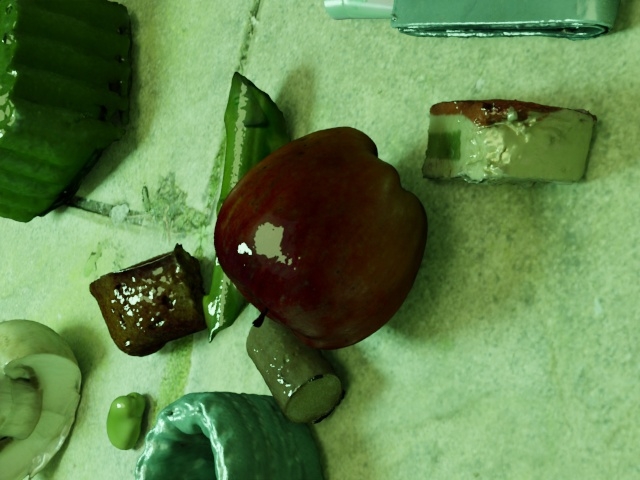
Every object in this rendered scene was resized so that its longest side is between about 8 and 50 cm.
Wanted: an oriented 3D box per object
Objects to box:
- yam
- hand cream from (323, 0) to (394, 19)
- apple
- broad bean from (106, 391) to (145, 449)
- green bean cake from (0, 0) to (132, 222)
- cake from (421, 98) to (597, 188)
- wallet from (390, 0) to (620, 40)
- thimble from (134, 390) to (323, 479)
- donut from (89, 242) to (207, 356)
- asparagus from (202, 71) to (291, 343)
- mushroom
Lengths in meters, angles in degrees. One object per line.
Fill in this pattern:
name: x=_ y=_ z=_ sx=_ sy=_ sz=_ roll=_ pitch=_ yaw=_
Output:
yam: x=-0.033 y=0.143 z=1.225 sx=0.127 sy=0.084 sz=0.084 roll=48 pitch=115 yaw=43
hand cream: x=0.084 y=-0.288 z=1.244 sx=0.174 sy=0.047 sz=0.076 roll=4 pitch=85 yaw=39
apple: x=0.001 y=0.001 z=1.135 sx=0.234 sy=0.234 sz=0.234 roll=-15 pitch=69 yaw=45
broad bean: x=-0.272 y=0.250 z=1.490 sx=0.063 sy=0.045 sz=0.083 roll=25 pitch=107 yaw=36
green bean cake: x=-0.458 y=-0.223 z=1.709 sx=0.319 sy=0.218 sz=0.335 roll=-28 pitch=53 yaw=49
cake: x=0.150 y=-0.099 z=1.062 sx=0.220 sy=0.117 sz=0.086 roll=11 pitch=94 yaw=47
wallet: x=0.206 y=-0.333 z=1.102 sx=0.290 sy=0.054 sz=0.251 roll=14 pitch=90 yaw=47
thimble: x=-0.110 y=0.290 z=1.225 sx=0.198 sy=0.143 sz=0.235 roll=5 pitch=85 yaw=49
donut: x=-0.233 y=0.084 z=1.428 sx=0.187 sy=0.144 sz=0.126 roll=-23 pitch=83 yaw=14
asparagus: x=-0.095 y=-0.040 z=1.342 sx=0.082 sy=0.085 sz=0.343 roll=-8 pitch=75 yaw=50
mushroom: x=-0.492 y=0.228 z=1.624 sx=0.189 sy=0.195 sz=0.253 roll=33 pitch=102 yaw=51
